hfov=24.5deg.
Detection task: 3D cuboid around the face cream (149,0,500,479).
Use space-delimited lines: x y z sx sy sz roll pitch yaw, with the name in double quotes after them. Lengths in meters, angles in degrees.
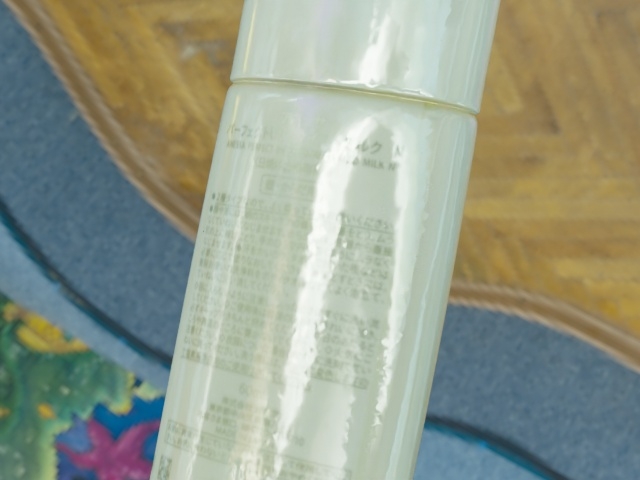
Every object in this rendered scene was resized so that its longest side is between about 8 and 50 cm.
0.000 0.000 0.852 0.174 0.348 0.081 9 178 35 "face cream"
